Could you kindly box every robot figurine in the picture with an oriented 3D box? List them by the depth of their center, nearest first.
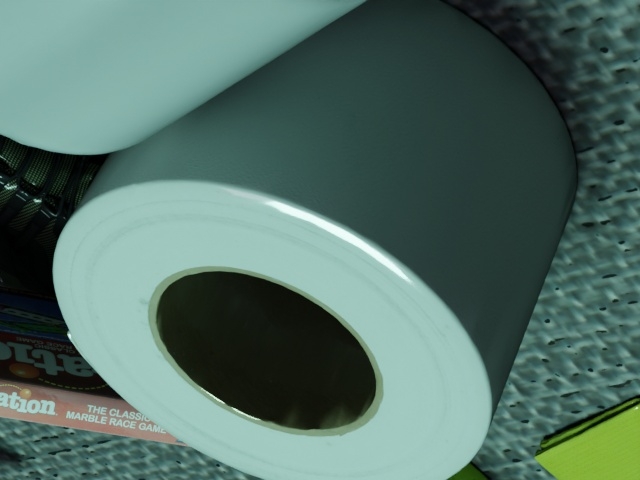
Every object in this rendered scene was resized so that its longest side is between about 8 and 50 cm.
[{"bbox_3d":[-0.067,-0.167,0.795,0.353,0.199,0.300,-27,160,37],"label":"robot figurine"}]

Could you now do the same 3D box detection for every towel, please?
[{"bbox_3d":[0.255,0.187,1.189,0.237,0.021,0.102,40,135,-16],"label":"towel"}]

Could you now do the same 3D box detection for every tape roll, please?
[{"bbox_3d":[0.000,0.000,0.992,0.246,0.169,0.246,15,141,13],"label":"tape roll"}]

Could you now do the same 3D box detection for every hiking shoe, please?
[{"bbox_3d":[-0.176,-0.044,1.124,0.114,0.086,0.227,-5,142,22],"label":"hiking shoe"}]

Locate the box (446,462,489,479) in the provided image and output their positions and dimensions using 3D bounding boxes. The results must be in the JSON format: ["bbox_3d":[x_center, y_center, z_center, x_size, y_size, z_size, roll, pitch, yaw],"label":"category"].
[{"bbox_3d":[0.089,0.206,1.227,0.178,0.109,0.042,42,136,-19],"label":"box"}]

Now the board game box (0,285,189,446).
[{"bbox_3d":[-0.129,0.076,1.109,0.281,0.145,0.027,11,109,-17],"label":"board game box"}]
